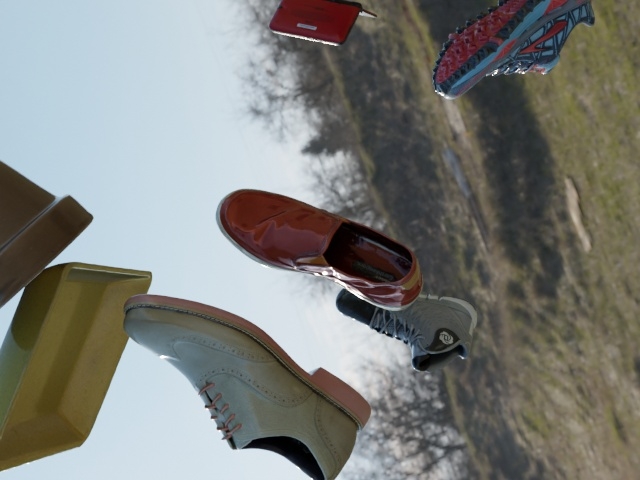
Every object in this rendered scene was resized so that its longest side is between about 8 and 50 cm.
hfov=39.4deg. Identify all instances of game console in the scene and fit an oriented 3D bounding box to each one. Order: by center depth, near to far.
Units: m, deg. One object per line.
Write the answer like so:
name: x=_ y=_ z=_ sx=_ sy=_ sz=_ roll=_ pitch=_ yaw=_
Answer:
game console: x=0.005 y=-0.373 z=1.528 sx=0.124 sy=0.144 sz=0.085 roll=-66 pitch=-24 yaw=-18

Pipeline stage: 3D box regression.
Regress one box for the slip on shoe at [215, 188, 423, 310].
slip on shoe: x=0.000 y=0.000 z=1.327 sx=0.101 sy=0.331 sz=0.123 roll=96 pitch=-160 yaw=-64

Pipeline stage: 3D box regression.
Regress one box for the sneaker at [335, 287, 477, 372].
sneaker: x=0.130 y=0.139 z=1.398 sx=0.132 sy=0.229 sz=0.086 roll=-77 pitch=-8 yaw=-45

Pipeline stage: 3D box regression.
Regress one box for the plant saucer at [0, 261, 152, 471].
plant saucer: x=-0.419 y=0.182 z=1.432 sx=0.333 sy=0.081 sz=0.332 roll=24 pitch=-92 yaw=-78

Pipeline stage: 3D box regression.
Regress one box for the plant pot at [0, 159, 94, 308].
plant pot: x=-0.494 y=-0.026 z=1.275 sx=0.229 sy=0.263 sz=0.263 roll=49 pitch=-168 yaw=-11

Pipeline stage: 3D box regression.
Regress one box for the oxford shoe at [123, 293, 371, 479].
oxford shoe: x=-0.116 y=0.210 z=1.269 sx=0.140 sy=0.397 sz=0.146 roll=-48 pitch=15 yaw=58

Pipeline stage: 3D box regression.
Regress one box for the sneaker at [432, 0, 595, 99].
sneaker: x=0.273 y=-0.261 z=1.208 sx=0.125 sy=0.262 sz=0.104 roll=53 pitch=176 yaw=-30
